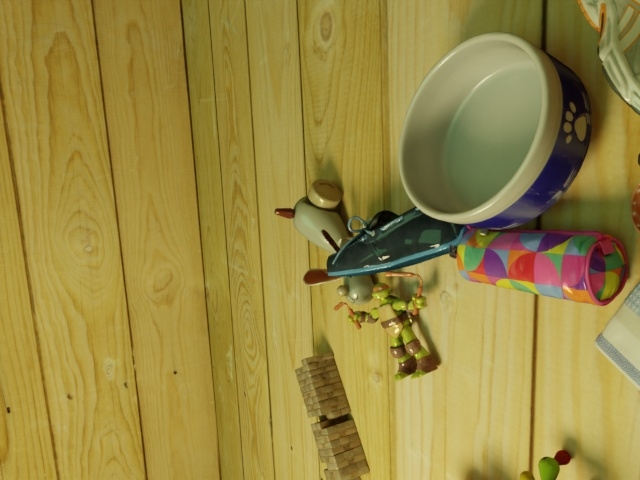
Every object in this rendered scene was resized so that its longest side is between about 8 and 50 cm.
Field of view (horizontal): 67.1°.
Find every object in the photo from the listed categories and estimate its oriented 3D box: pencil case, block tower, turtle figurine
[{"bbox_3d":[0.304,0.028,0.699,0.236,0.104,0.105,10,105,58],"label":"pencil case"},{"bbox_3d":[0.027,0.480,1.300,0.097,0.091,0.336,-42,60,55],"label":"block tower"},{"bbox_3d":[0.150,0.178,1.013,0.269,0.087,0.217,-29,81,46],"label":"turtle figurine"}]

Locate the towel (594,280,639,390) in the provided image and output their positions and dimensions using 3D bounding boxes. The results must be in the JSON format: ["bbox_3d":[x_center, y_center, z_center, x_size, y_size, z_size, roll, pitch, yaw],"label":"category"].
[{"bbox_3d":[0.453,0.093,0.518,0.209,0.034,0.285,55,139,43],"label":"towel"}]

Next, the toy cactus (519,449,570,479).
[{"bbox_3d":[0.318,0.424,0.684,0.112,0.180,0.219,-6,81,56],"label":"toy cactus"}]

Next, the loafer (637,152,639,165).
[{"bbox_3d":[0.423,-0.119,0.469,0.220,0.080,0.078,0,97,60],"label":"loafer"}]

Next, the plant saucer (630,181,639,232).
[{"bbox_3d":[0.404,-0.041,0.568,0.083,0.013,0.084,-179,90,-79],"label":"plant saucer"}]

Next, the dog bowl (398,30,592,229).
[{"bbox_3d":[0.238,-0.150,0.701,0.265,0.104,0.265,-23,62,54],"label":"dog bowl"}]

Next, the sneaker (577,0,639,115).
[{"bbox_3d":[0.359,-0.225,0.495,0.121,0.099,0.263,-38,46,48],"label":"sneaker"}]

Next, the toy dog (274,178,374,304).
[{"bbox_3d":[0.000,0.000,1.159,0.334,0.161,0.220,47,136,46],"label":"toy dog"}]

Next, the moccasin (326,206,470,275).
[{"bbox_3d":[0.146,-0.006,0.943,0.342,0.137,0.117,-20,77,41],"label":"moccasin"}]
